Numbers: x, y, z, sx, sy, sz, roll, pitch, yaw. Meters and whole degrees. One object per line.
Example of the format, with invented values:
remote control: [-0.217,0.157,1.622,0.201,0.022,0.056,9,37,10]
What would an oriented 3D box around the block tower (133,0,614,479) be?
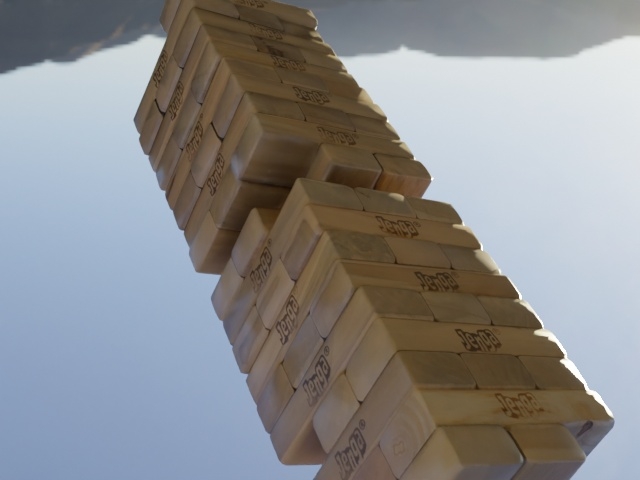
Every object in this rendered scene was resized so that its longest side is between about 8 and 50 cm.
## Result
block tower: [0.000,0.000,0.454,0.091,0.097,0.335,7,-143,-33]
